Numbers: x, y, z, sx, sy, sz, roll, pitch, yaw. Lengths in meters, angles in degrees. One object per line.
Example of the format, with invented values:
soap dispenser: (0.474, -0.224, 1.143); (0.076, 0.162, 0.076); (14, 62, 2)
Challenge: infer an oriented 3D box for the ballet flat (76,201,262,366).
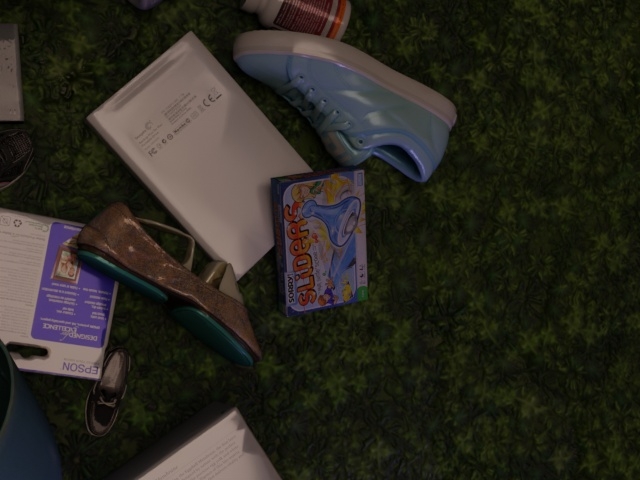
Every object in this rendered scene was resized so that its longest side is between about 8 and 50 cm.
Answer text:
ballet flat: (-0.180, 0.055, 1.288); (0.316, 0.107, 0.106); (40, 65, -29)

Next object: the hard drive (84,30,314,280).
hard drive: (-0.158, -0.120, 1.366); (0.203, 0.040, 0.307); (-44, 101, -18)

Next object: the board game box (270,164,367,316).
board game box: (0.000, 0.000, 1.379); (0.136, 0.035, 0.201); (-11, 109, -24)

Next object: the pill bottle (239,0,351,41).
pill bottle: (-0.038, -0.345, 1.408); (0.152, 0.086, 0.086); (19, 79, -18)

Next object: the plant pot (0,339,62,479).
plant pot: (-0.438, 0.274, 1.094); (0.293, 0.293, 0.235); (-40, 140, -19)

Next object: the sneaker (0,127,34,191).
sneaker: (-0.450, -0.086, 1.235); (0.178, 0.077, 0.072); (-40, 100, -20)

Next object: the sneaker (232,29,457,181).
sneaker: (0.033, -0.190, 1.395); (0.365, 0.135, 0.150); (19, 76, -17)

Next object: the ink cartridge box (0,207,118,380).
ink cartridge box: (-0.378, 0.071, 1.262); (0.206, 0.045, 0.208); (12, 79, -20)

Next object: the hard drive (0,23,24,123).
hard drive: (-0.452, -0.225, 1.276); (0.094, 0.022, 0.135); (-4, 86, -21)

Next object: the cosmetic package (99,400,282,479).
cosmetic package: (-0.161, 0.371, 1.266); (0.224, 0.138, 0.225); (-33, 98, -20)

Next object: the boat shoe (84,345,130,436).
boat shoe: (-0.287, 0.204, 1.288); (0.046, 0.038, 0.125); (21, 78, -18)

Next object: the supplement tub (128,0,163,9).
supplement tub: (-0.202, -0.418, 1.338); (0.190, 0.117, 0.117); (-36, 98, -20)
